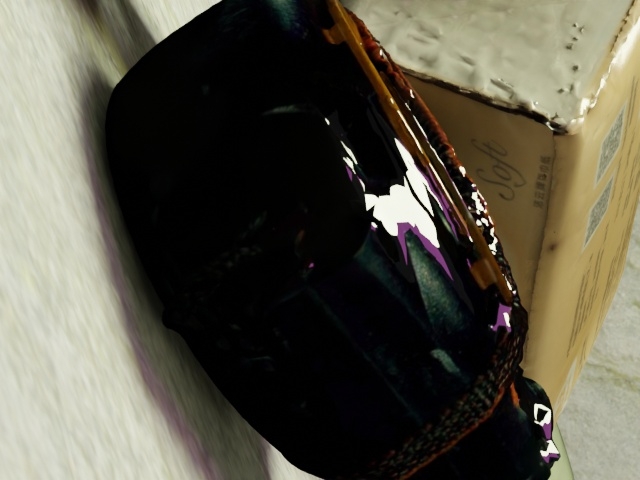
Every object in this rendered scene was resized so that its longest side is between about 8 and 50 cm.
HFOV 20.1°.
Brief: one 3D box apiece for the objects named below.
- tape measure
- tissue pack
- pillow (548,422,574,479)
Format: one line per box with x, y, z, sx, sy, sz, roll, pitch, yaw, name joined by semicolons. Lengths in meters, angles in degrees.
0.000;0.000;0.747;0.202;0.135;0.223;51;13;-38;tape measure
0.061;-0.053;0.993;0.305;0.238;0.238;91;-15;-49;tissue pack
0.121;0.135;1.452;0.322;0.119;0.255;-108;176;-57;pillow
